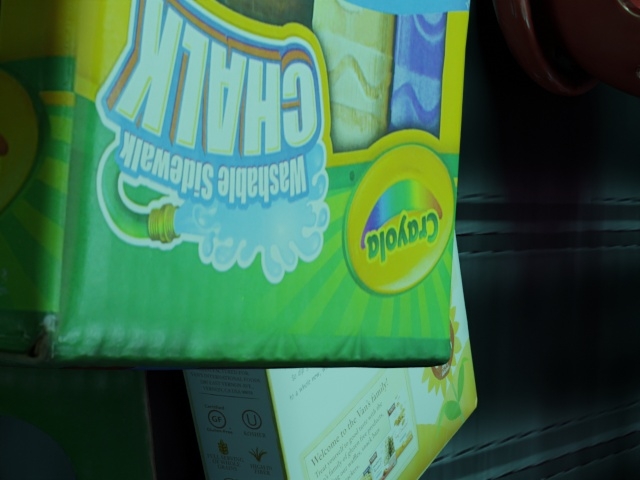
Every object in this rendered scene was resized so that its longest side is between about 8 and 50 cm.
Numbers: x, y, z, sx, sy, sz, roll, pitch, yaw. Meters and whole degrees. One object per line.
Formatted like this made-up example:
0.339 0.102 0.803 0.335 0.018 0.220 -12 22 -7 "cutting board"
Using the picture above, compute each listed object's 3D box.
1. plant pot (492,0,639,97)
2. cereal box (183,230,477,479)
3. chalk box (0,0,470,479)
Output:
0.188 -0.159 0.884 0.191 0.174 0.191 -11 102 -61 "plant pot"
0.000 0.000 0.695 0.173 0.047 0.240 -39 126 -53 "cereal box"
-0.076 -0.053 0.422 0.179 0.180 0.289 9 83 -61 "chalk box"
